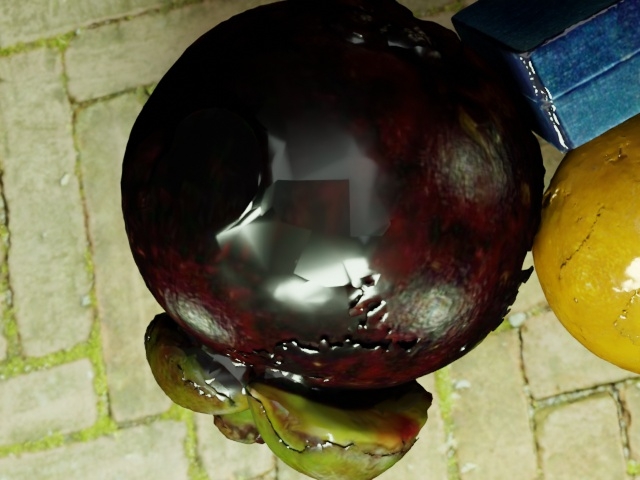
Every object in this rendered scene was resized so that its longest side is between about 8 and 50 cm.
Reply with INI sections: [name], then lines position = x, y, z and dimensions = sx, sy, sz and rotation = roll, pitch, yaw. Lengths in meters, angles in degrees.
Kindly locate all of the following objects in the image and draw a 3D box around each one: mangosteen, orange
[mangosteen]
position = -0.005, -0.011, 1.453
dimensions = 0.381, 0.381, 0.421
rotation = 25, 88, 14
[orange]
position = 0.311, 0.001, 1.473
dimensions = 0.246, 0.246, 0.246
rotation = -2, 75, 8

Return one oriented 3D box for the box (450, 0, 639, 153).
[box]
position = 0.280, -0.207, 1.510
dimensions = 0.261, 0.279, 0.116
rotation = -28, 105, 0
